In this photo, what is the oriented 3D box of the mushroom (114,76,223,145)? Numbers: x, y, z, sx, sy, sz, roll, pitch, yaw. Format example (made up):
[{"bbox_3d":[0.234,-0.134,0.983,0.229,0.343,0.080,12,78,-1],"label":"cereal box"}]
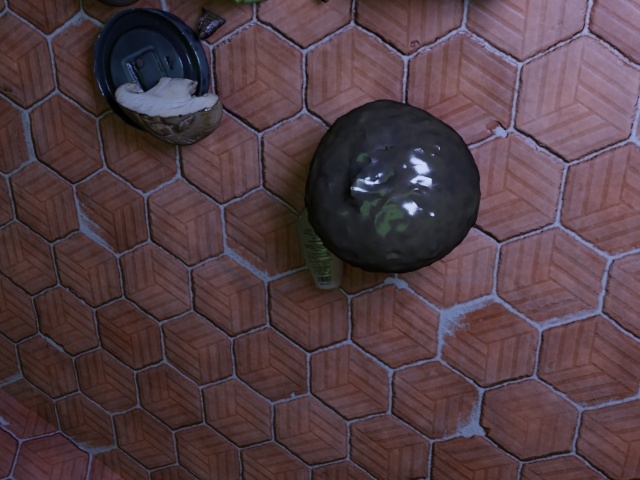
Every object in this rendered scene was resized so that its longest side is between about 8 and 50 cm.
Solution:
[{"bbox_3d":[-0.378,-0.315,1.585,0.286,0.156,0.151,11,144,15],"label":"mushroom"}]

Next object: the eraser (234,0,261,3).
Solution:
[{"bbox_3d":[-0.238,-0.653,1.405,0.274,0.210,0.092,38,120,0],"label":"eraser"}]

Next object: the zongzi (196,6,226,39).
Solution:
[{"bbox_3d":[-0.286,-0.525,1.552,0.067,0.073,0.083,28,121,-14],"label":"zongzi"}]

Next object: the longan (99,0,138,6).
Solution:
[{"bbox_3d":[-0.487,-0.661,1.511,0.167,0.167,0.187,23,84,10],"label":"longan"}]

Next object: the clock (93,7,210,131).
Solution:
[{"bbox_3d":[-0.446,-0.446,1.647,0.325,0.067,0.325,8,114,17],"label":"clock"}]

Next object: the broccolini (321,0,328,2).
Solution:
[{"bbox_3d":[0.017,-0.674,1.383,0.123,0.062,0.271,3,108,35],"label":"broccolini"}]

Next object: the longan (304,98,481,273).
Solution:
[{"bbox_3d":[0.160,-0.118,1.386,0.391,0.391,0.391,8,114,17],"label":"longan"}]

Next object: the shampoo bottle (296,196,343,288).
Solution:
[{"bbox_3d":[0.000,0.000,1.663,0.127,0.078,0.256,0,114,26],"label":"shampoo bottle"}]
